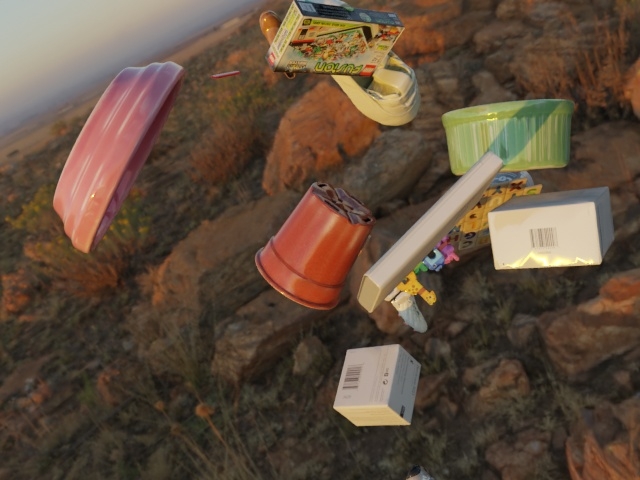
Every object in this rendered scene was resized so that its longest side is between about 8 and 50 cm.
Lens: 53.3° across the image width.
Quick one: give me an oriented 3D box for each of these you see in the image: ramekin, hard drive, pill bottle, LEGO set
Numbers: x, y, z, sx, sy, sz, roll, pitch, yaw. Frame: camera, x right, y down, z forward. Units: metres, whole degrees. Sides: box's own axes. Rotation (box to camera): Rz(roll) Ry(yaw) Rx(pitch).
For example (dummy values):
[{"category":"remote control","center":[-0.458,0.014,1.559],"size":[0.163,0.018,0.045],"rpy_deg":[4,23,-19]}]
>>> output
[{"category":"ramekin","center":[0.445,-0.238,1.516],"size":[0.303,0.148,0.303],"rpy_deg":[-4,4,0]},{"category":"hard drive","center":[0.190,-0.009,1.137],"size":[0.307,0.040,0.203],"rpy_deg":[-44,-12,-13]},{"category":"pill bottle","center":[0.628,-0.131,2.237],"size":[0.161,0.161,0.283],"rpy_deg":[-5,31,42]},{"category":"LEGO set","center":[0.262,0.099,1.573],"size":[0.227,0.093,0.087],"rpy_deg":[-45,1,9]}]

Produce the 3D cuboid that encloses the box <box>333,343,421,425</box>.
[{"category":"box","center":[0.154,0.392,1.720],"size":[0.182,0.119,0.181],"rpy_deg":[-14,46,37]}]

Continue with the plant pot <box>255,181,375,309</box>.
[{"category":"plant pot","center":[0.000,0.000,1.753],"size":[0.265,0.272,0.272],"rpy_deg":[-59,12,23]}]

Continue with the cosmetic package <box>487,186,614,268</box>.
[{"category":"cosmetic package","center":[0.527,-0.032,1.446],"size":[0.224,0.138,0.224],"rpy_deg":[-5,9,32]}]

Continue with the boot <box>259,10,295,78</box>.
[{"category":"boot","center":[-0.128,-0.629,2.053],"size":[0.073,0.197,0.152],"rpy_deg":[-24,42,3]}]

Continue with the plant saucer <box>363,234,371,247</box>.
[{"category":"plant saucer","center":[0.135,0.016,2.029],"size":[0.083,0.013,0.083],"rpy_deg":[-55,-3,-5]}]

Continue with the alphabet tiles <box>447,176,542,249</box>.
[{"category":"alphabet tiles","center":[0.531,-0.076,1.990],"size":[0.285,0.342,0.011],"rpy_deg":[-13,59,-3]}]

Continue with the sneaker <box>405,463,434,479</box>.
[{"category":"sneaker","center":[0.207,0.449,1.099],"size":[0.086,0.132,0.228],"rpy_deg":[-28,-5,-36]}]

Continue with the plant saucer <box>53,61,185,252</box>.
[{"category":"plant saucer","center":[-0.324,-0.143,1.010],"size":[0.332,0.084,0.332],"rpy_deg":[-56,16,24]}]

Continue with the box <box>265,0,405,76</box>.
[{"category":"box","center":[0.025,-0.319,1.025],"size":[0.207,0.036,0.114],"rpy_deg":[-8,-29,-36]}]

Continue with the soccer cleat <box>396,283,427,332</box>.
[{"category":"soccer cleat","center":[0.252,0.183,1.853],"size":[0.076,0.196,0.068],"rpy_deg":[-41,-3,25]}]

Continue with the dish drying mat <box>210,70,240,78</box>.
[{"category":"dish drying mat","center":[-0.275,-0.481,1.851],"size":[0.083,0.008,0.032],"rpy_deg":[-21,30,-30]}]

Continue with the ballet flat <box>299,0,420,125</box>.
[{"category":"ballet flat","center":[0.104,-0.337,1.258],"size":[0.139,0.400,0.139],"rpy_deg":[-23,53,33]}]
